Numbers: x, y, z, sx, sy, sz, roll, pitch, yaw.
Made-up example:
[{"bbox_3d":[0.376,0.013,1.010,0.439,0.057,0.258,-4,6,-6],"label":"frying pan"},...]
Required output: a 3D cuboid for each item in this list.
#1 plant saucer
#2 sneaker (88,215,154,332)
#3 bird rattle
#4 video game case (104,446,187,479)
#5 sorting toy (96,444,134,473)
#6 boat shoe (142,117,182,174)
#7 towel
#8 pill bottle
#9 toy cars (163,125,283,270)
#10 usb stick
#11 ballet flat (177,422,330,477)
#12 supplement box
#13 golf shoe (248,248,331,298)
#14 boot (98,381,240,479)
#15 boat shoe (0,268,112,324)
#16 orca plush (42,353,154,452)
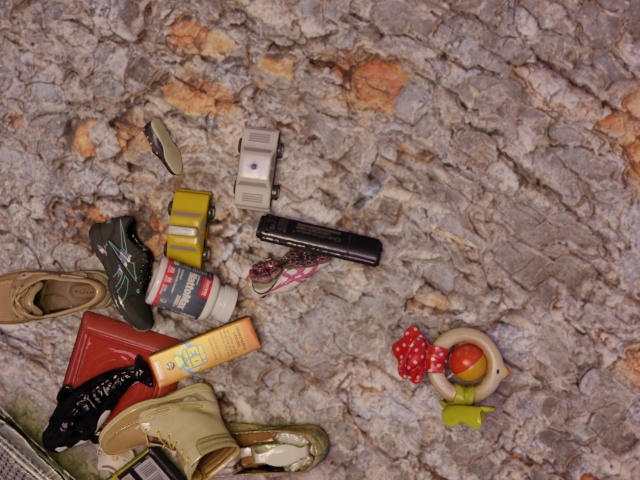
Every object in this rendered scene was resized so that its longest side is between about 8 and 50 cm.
[{"bbox_3d":[-0.457,0.319,1.532,0.259,0.048,0.259,17,92,3],"label":"plant saucer"},{"bbox_3d":[-0.418,0.072,1.499,0.106,0.101,0.267,-23,90,2],"label":"sneaker"},{"bbox_3d":[0.287,0.277,1.466,0.207,0.143,0.253,-36,75,-8],"label":"bird rattle"},{"bbox_3d":[-0.380,0.629,1.517,0.248,0.035,0.275,-38,95,7],"label":"video game case"},{"bbox_3d":[-0.469,0.499,1.540,0.083,0.045,0.075,24,105,-8],"label":"sorting toy"},{"bbox_3d":[-0.352,-0.205,1.520,0.042,0.049,0.133,-23,97,32],"label":"boat shoe"},{"bbox_3d":[-0.702,0.556,1.504,0.312,0.056,0.324,43,112,2],"label":"towel"},{"bbox_3d":[-0.276,0.113,1.470,0.180,0.108,0.108,21,92,-17],"label":"pill bottle"},{"bbox_3d":[-0.217,-0.089,1.488,0.393,0.087,0.176,-42,88,3],"label":"toy cars"},{"bbox_3d":[0.000,0.000,1.477,0.278,0.077,0.045,13,133,0],"label":"usb stick"},{"bbox_3d":[-0.155,0.462,1.479,0.348,0.123,0.123,-5,91,4],"label":"ballet flat"},{"bbox_3d":[-0.251,0.241,1.477,0.233,0.080,0.078,-22,90,-8],"label":"supplement box"},{"bbox_3d":[-0.063,0.069,1.500,0.186,0.067,0.086,-17,131,-6],"label":"golf shoe"},{"bbox_3d":[-0.317,0.426,1.419,0.262,0.203,0.095,-19,131,-20],"label":"boot"},{"bbox_3d":[-0.633,0.121,1.508,0.341,0.110,0.122,-10,90,5],"label":"boat shoe"},{"bbox_3d":[-0.492,0.368,1.460,0.287,0.102,0.151,-25,89,4],"label":"orca plush"}]
